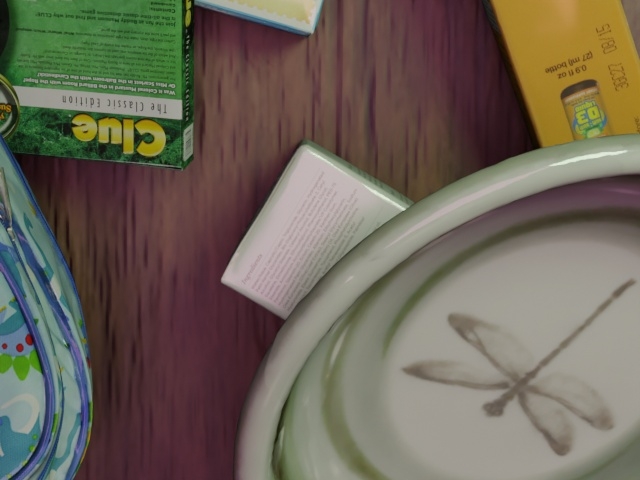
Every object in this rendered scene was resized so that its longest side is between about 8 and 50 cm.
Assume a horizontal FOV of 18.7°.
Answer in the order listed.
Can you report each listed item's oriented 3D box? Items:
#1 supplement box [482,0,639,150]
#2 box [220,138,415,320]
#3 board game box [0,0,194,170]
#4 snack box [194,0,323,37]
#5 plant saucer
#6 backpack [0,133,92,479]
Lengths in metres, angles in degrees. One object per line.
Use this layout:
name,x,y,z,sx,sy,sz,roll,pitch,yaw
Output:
supplement box,0.153,-0.109,1.197,0.078,0.080,0.233,-20,103,2
box,0.000,0.000,1.210,0.087,0.101,0.102,32,95,-3
board game box,-0.205,-0.121,1.193,0.260,0.030,0.136,6,108,11
snack box,-0.050,-0.304,1.200,0.187,0.060,0.322,16,95,-3
plant saucer,0.136,0.085,1.172,0.400,0.100,0.400,-9,129,-11
backpack,-0.283,0.028,1.124,0.290,0.273,0.355,-32,116,-9
